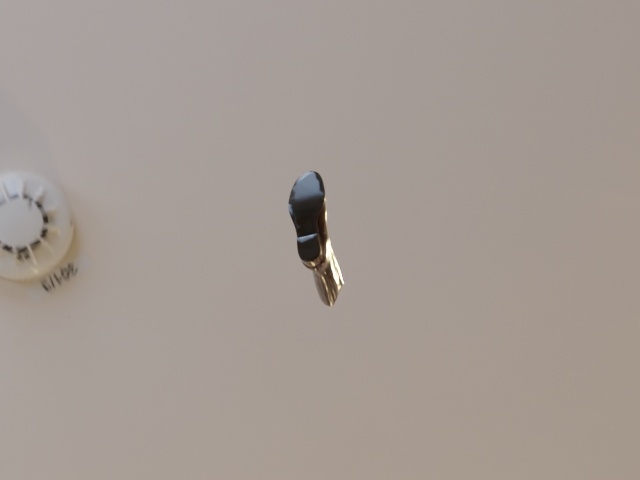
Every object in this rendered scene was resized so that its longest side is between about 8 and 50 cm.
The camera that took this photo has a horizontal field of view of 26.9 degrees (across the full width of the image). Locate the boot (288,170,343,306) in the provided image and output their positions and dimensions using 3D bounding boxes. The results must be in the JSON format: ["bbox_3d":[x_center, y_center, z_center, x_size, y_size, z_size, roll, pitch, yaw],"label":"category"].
[{"bbox_3d":[0.000,0.000,1.348,0.037,0.114,0.106,-4,-116,14],"label":"boot"}]
